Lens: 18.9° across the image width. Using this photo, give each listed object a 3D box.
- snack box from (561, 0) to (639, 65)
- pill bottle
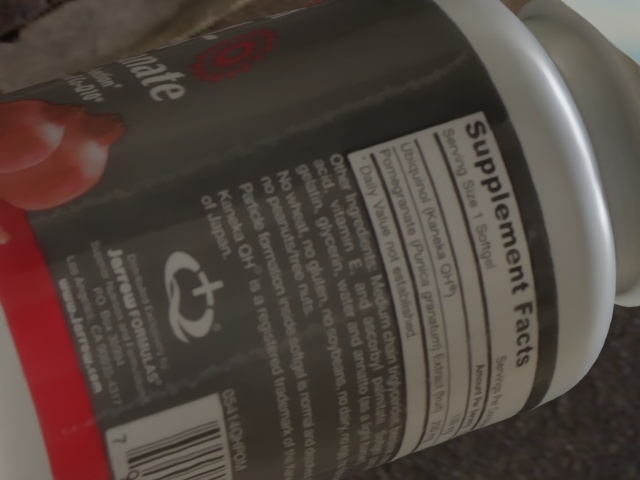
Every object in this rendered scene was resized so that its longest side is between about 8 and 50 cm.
[{"bbox_3d":[0.119,-0.135,0.539,0.322,0.187,0.060,35,56,-27],"label":"snack box"},{"bbox_3d":[0.000,0.000,0.730,0.319,0.176,0.176,-18,108,-16],"label":"pill bottle"}]
